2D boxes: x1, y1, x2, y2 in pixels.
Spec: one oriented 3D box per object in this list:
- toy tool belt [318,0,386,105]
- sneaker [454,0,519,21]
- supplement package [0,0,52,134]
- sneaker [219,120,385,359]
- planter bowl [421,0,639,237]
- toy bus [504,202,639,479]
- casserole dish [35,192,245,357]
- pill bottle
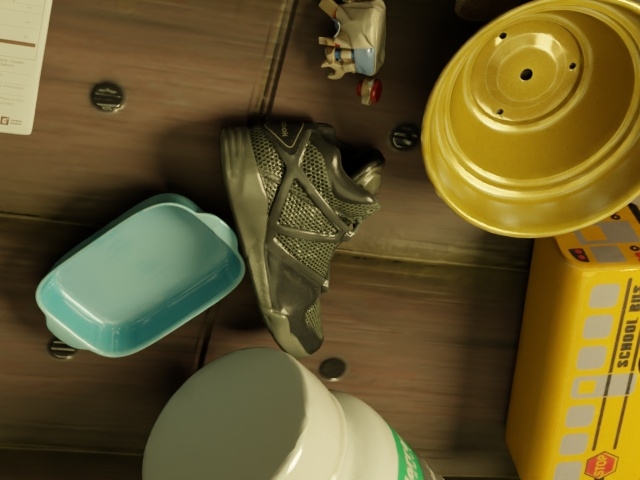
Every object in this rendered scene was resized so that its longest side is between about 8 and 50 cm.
[{"bbox_3d":[0.023,-0.150,1.039,0.051,0.052,0.083,11,123,18],"label":"toy tool belt"},{"bbox_3d":[0.142,-0.222,1.021,0.042,0.067,0.118,15,149,-24],"label":"sneaker"},{"bbox_3d":[-0.240,-0.180,0.920,0.105,0.105,0.179,7,121,-16],"label":"supplement package"},{"bbox_3d":[0.000,0.000,1.105,0.130,0.087,0.227,-10,120,2],"label":"sneaker"},{"bbox_3d":[0.176,-0.115,1.063,0.217,0.090,0.217,-6,125,-8],"label":"planter bowl"},{"bbox_3d":[0.253,0.132,1.236,0.130,0.108,0.333,-4,124,-9],"label":"toy bus"},{"bbox_3d":[-0.150,0.026,1.109,0.188,0.037,0.114,-33,123,20],"label":"casserole dish"},{"bbox_3d":[0.015,0.262,1.198,0.204,0.204,0.361,-34,130,11],"label":"pill bottle"}]
